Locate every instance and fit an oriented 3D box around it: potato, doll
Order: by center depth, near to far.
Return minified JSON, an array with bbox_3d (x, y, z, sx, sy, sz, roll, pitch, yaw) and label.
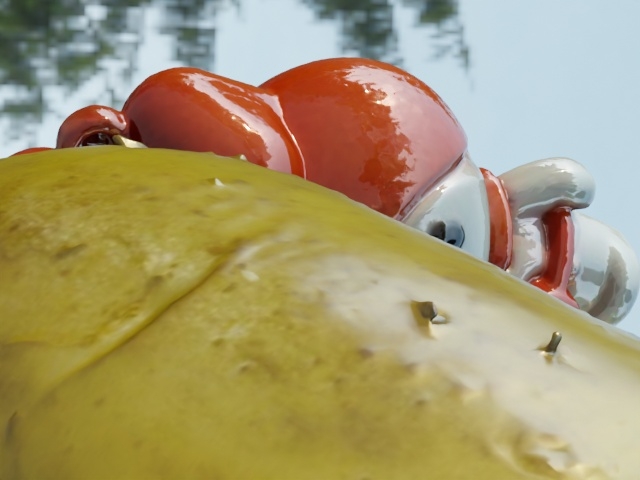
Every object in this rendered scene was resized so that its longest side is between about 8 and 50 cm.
[{"bbox_3d":[0.000,0.070,0.390,0.300,0.173,0.140,25,-37,36],"label":"potato"},{"bbox_3d":[0.000,0.000,0.809,0.161,0.290,0.130,-61,-148,24],"label":"doll"}]
